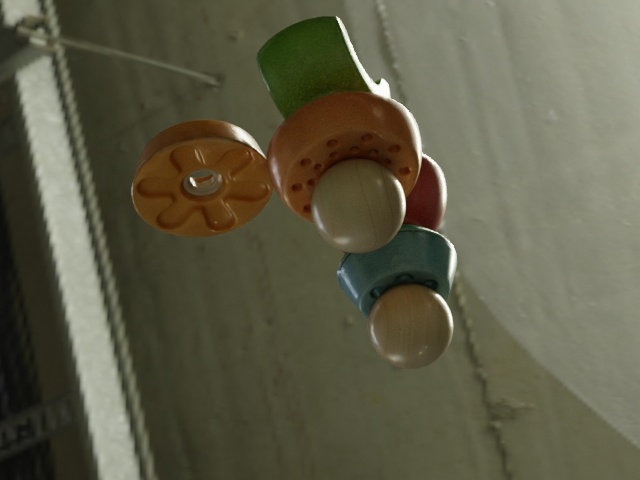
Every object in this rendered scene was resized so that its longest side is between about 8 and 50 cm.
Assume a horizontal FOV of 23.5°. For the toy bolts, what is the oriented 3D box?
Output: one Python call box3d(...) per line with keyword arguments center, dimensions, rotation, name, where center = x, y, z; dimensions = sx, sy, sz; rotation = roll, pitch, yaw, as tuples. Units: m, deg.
box3d(center=(0.000, 0.000, 1.062), dimensions=(0.218, 0.228, 0.158), rotation=(-29, -133, 18), name="toy bolts")
